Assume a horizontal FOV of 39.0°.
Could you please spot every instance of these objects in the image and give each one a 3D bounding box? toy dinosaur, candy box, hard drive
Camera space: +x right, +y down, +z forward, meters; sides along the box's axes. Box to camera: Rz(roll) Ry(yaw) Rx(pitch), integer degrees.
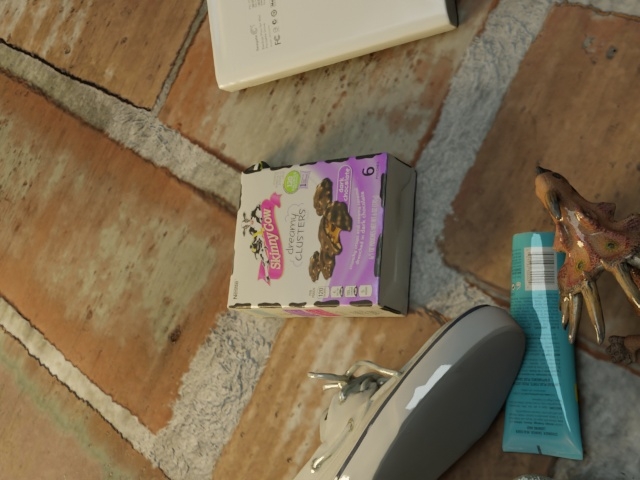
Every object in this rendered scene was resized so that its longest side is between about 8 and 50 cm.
[{"bbox_3d":[0.299,0.054,0.698,0.296,0.200,0.127,21,89,36],"label":"toy dinosaur"},{"bbox_3d":[0.000,0.000,0.998,0.196,0.070,0.164,-4,74,33],"label":"candy box"},{"bbox_3d":[0.001,-0.311,1.071,0.308,0.040,0.203,-10,84,28],"label":"hard drive"}]

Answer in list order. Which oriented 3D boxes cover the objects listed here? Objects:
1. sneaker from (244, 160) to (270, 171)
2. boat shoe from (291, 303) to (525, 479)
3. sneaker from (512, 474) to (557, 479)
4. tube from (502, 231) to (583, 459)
[{"bbox_3d":[-0.079,-0.054,1.098,0.035,0.031,0.083,-9,67,46],"label":"sneaker"},{"bbox_3d":[0.045,0.184,0.887,0.156,0.136,0.367,48,117,39],"label":"boat shoe"},{"bbox_3d":[0.237,0.238,0.783,0.152,0.061,0.053,15,77,17],"label":"sneaker"},{"bbox_3d":[0.207,0.096,0.847,0.080,0.052,0.207,-6,78,46],"label":"tube"}]
